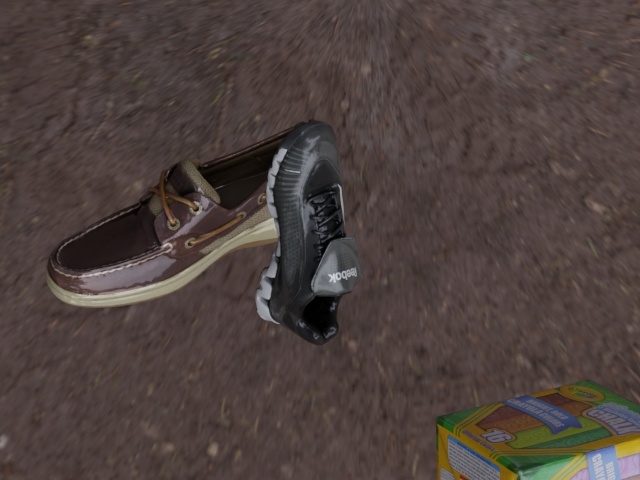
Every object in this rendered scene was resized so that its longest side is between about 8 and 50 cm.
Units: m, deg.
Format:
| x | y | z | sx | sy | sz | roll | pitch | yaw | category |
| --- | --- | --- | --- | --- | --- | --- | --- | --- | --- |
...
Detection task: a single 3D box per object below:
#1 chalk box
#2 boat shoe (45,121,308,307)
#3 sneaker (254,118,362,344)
| x | y | z | sx | sy | sz | roll | pitch | yaw | category |
| --- | --- | --- | --- | --- | --- | --- | --- | --- | --- |
| 0.221 | 0.207 | 1.438 | 0.213 | 0.132 | 0.132 | -12 | 109 | -27 | chalk box |
| -0.139 | -0.039 | 1.813 | 0.342 | 0.123 | 0.123 | -19 | 133 | -14 | boat shoe |
| 0.000 | 0.000 | 1.586 | 0.078 | 0.106 | 0.234 | -16 | 130 | -34 | sneaker |
